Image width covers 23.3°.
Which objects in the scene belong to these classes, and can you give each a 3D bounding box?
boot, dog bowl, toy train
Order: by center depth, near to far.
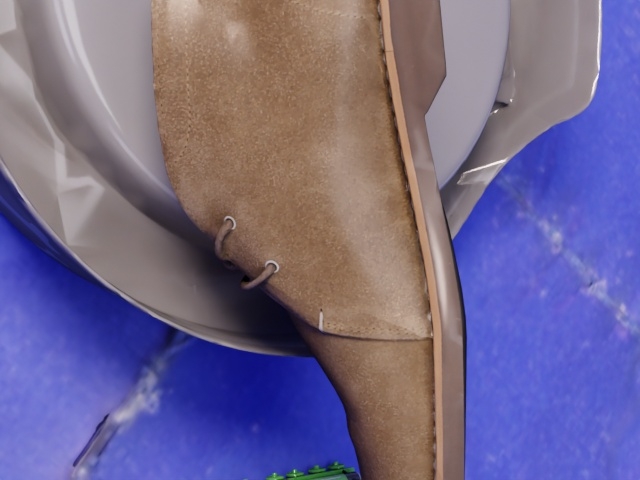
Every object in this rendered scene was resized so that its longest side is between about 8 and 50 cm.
[{"bbox_3d":[0.000,0.000,0.639,0.115,0.112,0.305,-9,98,-4],"label":"boot"},{"bbox_3d":[-0.029,-0.119,0.725,0.349,0.102,0.348,2,87,-34],"label":"dog bowl"},{"bbox_3d":[-0.015,0.123,0.767,0.083,0.024,0.017,-5,90,-33],"label":"toy train"}]
